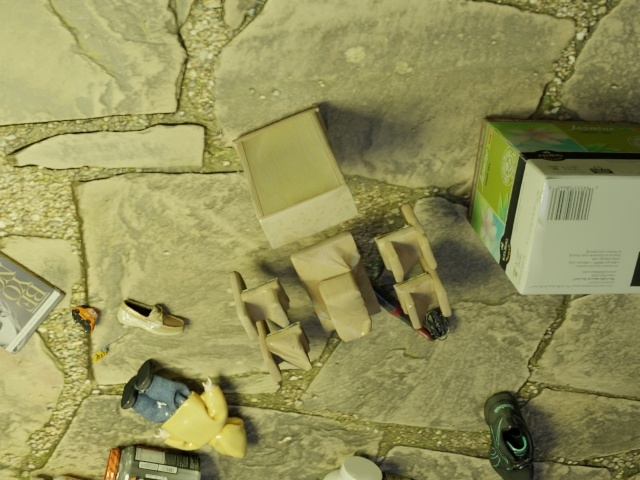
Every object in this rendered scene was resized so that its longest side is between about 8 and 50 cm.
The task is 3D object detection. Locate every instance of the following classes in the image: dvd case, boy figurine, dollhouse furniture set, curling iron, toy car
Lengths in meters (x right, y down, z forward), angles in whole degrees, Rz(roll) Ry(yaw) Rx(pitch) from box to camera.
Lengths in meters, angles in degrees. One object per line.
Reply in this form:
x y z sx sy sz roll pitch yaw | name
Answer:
-0.626 0.101 1.538 0.221 0.018 0.164 38 103 -22 | dvd case
-0.259 0.354 1.667 0.285 0.092 0.177 32 105 -21 | boy figurine
0.000 0.000 1.503 0.362 0.256 0.394 -22 131 2 | dollhouse furniture set
0.154 0.123 1.661 0.274 0.035 0.068 32 84 -15 | curling iron
-0.452 0.178 1.600 0.040 0.060 0.122 -40 145 -38 | toy car

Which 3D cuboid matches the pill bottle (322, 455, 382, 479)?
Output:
0.051 0.611 1.799 0.146 0.146 0.264 14 110 -14 | pill bottle

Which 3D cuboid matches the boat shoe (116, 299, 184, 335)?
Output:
-0.329 0.150 1.587 0.135 0.050 0.045 14 116 -14 | boat shoe

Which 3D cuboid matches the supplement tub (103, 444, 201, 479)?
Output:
-0.354 0.496 1.702 0.190 0.117 0.117 13 111 -14 | supplement tub

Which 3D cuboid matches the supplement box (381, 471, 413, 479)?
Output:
0.165 0.586 1.853 0.083 0.056 0.083 16 111 -15 | supplement box

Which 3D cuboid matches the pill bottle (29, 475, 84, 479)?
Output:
-0.517 0.562 1.706 0.208 0.118 0.118 19 110 -17 | pill bottle

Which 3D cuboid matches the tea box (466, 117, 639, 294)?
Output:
0.475 -0.070 1.460 0.328 0.323 0.220 0 114 -10 | tea box

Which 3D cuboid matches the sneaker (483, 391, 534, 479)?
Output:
0.428 0.470 1.816 0.101 0.106 0.267 -22 117 0 | sneaker
